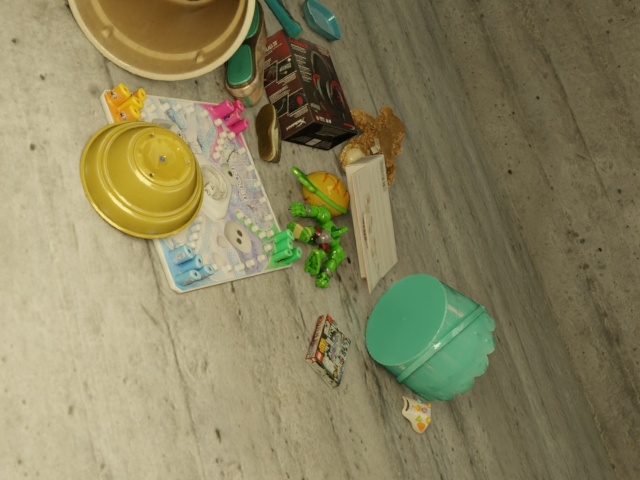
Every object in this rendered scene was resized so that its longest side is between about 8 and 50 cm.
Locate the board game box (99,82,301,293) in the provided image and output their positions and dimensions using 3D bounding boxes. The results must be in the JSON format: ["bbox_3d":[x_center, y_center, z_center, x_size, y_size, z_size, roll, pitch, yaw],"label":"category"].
[{"bbox_3d":[-0.212,-0.112,1.379,0.390,0.050,0.389,-11,77,-60],"label":"board game box"}]

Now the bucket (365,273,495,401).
[{"bbox_3d":[0.255,0.226,1.671,0.183,0.281,0.281,36,39,-32],"label":"bucket"}]

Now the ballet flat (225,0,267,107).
[{"bbox_3d":[-0.175,-0.441,1.671,0.106,0.108,0.315,60,27,-53],"label":"ballet flat"}]

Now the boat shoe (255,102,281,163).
[{"bbox_3d":[-0.118,-0.248,1.644,0.049,0.056,0.152,32,52,-52],"label":"boat shoe"}]

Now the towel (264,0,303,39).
[{"bbox_3d":[-0.172,-0.663,1.648,0.370,0.040,0.271,50,12,-43],"label":"towel"}]

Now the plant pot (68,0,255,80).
[{"bbox_3d":[-0.280,-0.522,1.353,0.334,0.334,0.305,49,22,-26],"label":"plant pot"}]

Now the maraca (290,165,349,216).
[{"bbox_3d":[0.000,-0.119,1.680,0.186,0.099,0.127,32,11,-42],"label":"maraca"}]

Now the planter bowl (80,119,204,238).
[{"bbox_3d":[-0.275,-0.119,1.160,0.217,0.090,0.217,13,65,-30],"label":"planter bowl"}]

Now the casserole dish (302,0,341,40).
[{"bbox_3d":[0.002,-0.688,2.201,0.188,0.037,0.114,11,58,-57],"label":"casserole dish"}]

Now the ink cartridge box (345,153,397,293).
[{"bbox_3d":[0.112,-0.046,1.744,0.261,0.066,0.296,-37,121,-62],"label":"ink cartridge box"}]

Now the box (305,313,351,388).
[{"bbox_3d":[0.018,0.235,1.510,0.094,0.027,0.137,50,32,-22],"label":"box"}]

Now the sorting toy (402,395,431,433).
[{"bbox_3d":[0.229,0.414,1.716,0.075,0.045,0.083,29,41,-19],"label":"sorting toy"}]

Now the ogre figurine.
[{"bbox_3d":[0.000,0.000,1.598,0.118,0.097,0.197,-26,79,-50],"label":"ogre figurine"}]

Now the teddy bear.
[{"bbox_3d":[0.144,-0.258,2.051,0.245,0.113,0.337,38,45,-28],"label":"teddy bear"}]

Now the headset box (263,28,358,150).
[{"bbox_3d":[-0.042,-0.397,1.819,0.218,0.110,0.293,3,65,-57],"label":"headset box"}]
